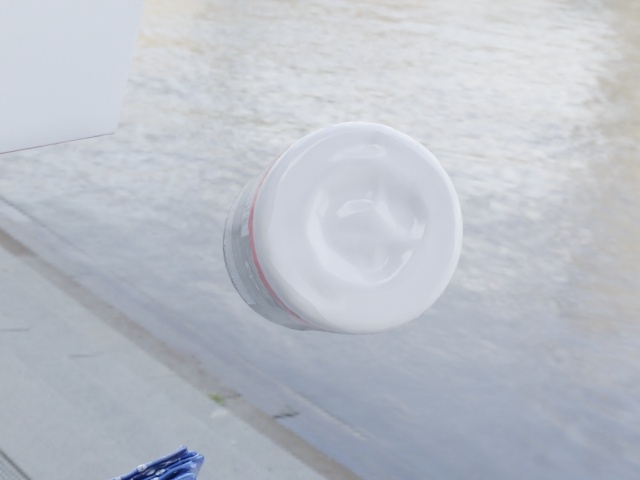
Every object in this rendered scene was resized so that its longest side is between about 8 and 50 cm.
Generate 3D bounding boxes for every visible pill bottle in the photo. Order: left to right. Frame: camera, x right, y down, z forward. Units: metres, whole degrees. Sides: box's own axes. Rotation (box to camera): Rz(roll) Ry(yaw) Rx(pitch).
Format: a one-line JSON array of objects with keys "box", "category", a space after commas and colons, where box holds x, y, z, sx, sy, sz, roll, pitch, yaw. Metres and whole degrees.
[{"box": [0.000, 0.000, 0.883, 0.176, 0.176, 0.318, 3, -5, -13], "category": "pill bottle"}]

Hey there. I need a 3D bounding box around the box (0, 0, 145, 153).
[{"box": [-0.328, -0.210, 0.678, 0.345, 0.168, 0.215, 31, 28, 24], "category": "box"}]

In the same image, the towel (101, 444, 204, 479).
[{"box": [-0.270, 0.249, 0.770, 0.336, 0.243, 0.040, -10, 69, -18], "category": "towel"}]
